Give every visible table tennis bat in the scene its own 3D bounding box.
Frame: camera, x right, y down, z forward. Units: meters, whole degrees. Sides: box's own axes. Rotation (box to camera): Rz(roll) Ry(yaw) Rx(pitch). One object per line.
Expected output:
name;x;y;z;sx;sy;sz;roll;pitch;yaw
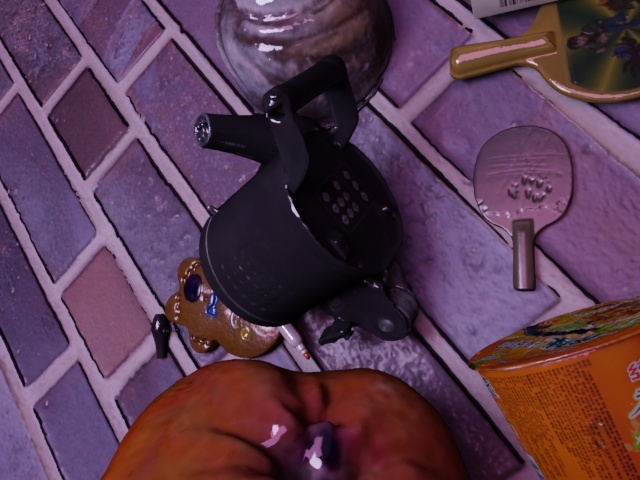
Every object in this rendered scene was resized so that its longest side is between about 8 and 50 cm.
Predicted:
table tennis bat;0.279;-0.047;0.721;0.131;0.022;0.234;-1;78;23
table tennis bat;0.342;-0.273;0.721;0.321;0.050;0.198;-5;77;20

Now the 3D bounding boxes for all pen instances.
pen;-0.083;0.100;0.819;0.026;0.026;0.218;-43;71;11

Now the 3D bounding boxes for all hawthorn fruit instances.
hawthorn fruit;-0.037;0.365;0.578;0.472;0.472;0.471;-4;79;23

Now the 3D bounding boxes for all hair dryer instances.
hair dryer;-0.123;-0.091;0.832;0.271;0.235;0.091;-55;54;35
hair dryer;-0.273;0.167;0.900;0.083;0.031;0.079;167;99;-66

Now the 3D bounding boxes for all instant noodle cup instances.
instant noodle cup;0.305;0.180;0.567;0.230;0.230;0.182;-24;81;18

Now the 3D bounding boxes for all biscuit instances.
biscuit;-0.159;0.110;0.878;0.236;0.039;0.180;15;86;23

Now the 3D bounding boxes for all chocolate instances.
chocolate;-0.052;-0.343;0.814;0.303;0.213;0.303;-4;79;22

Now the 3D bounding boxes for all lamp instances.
lamp;-0.041;-0.014;0.716;0.272;0.205;0.374;-12;115;33

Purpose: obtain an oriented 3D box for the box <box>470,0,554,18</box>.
box;0.293;-0.456;0.740;0.164;0.069;0.256;-4;71;23
